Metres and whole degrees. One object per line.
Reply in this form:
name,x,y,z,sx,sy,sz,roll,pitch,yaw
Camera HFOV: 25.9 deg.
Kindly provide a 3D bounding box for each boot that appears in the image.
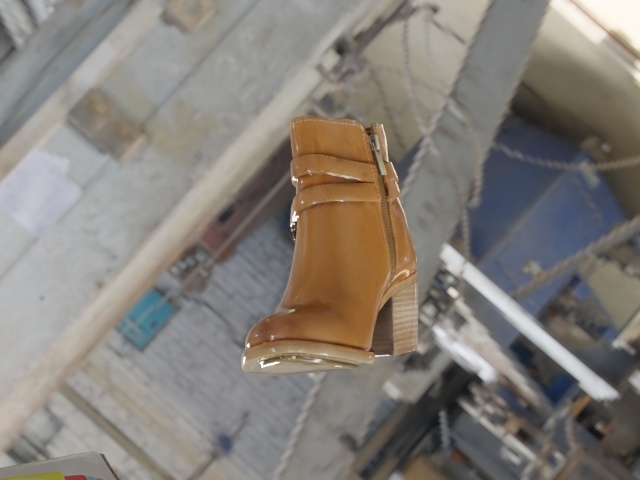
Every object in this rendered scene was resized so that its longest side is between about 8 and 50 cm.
boot,0.000,0.000,0.834,0.073,0.152,0.197,-7,179,22

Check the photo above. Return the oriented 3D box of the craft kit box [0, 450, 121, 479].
craft kit box,-0.178,0.177,0.339,0.250,0.246,0.061,-6,-145,-37
